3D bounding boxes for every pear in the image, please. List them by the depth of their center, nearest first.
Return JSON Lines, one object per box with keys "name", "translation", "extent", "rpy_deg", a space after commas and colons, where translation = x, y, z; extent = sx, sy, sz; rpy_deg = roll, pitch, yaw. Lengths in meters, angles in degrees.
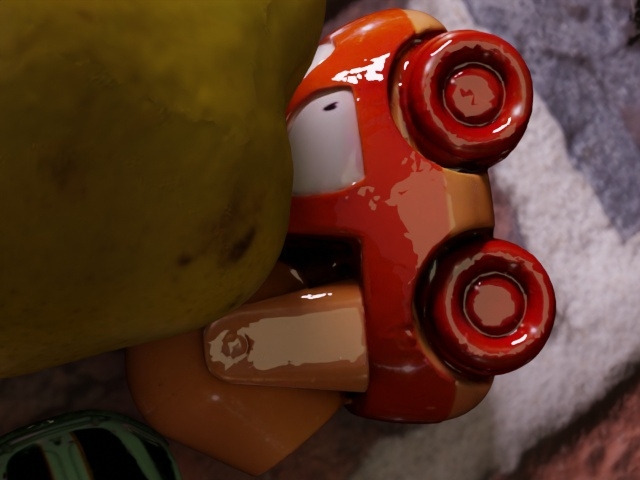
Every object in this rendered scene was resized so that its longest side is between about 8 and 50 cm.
{"name": "pear", "translation": [-0.204, -0.110, 0.780], "extent": [0.418, 0.362, 0.363], "rpy_deg": [15, 80, -1]}

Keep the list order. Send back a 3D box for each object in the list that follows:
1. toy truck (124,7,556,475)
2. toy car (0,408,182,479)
{"name": "toy truck", "translation": [0.000, 0.000, 0.932], "extent": [0.239, 0.189, 0.265], "rpy_deg": [-5, 86, -10]}
{"name": "toy car", "translation": [-0.109, 0.250, 0.901], "extent": [0.136, 0.125, 0.306], "rpy_deg": [-16, 91, -18]}
